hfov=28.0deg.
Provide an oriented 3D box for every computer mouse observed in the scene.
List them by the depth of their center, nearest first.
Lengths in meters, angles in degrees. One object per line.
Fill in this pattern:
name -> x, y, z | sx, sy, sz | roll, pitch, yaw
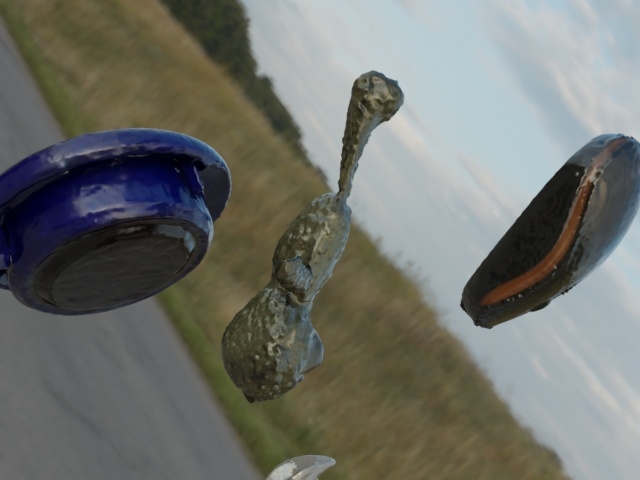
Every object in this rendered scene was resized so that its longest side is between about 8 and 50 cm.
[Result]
computer mouse -> 0.312, 0.001, 1.668 | 0.116, 0.323, 0.183 | 46, 25, 20

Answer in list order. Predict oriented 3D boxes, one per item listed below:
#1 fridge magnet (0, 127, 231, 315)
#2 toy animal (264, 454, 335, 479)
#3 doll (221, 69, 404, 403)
fridge magnet -> -0.210, -0.014, 1.236 | 0.265, 0.265, 0.113 | 54, 13, -66
toy animal -> -0.057, 0.276, 1.133 | 0.131, 0.127, 0.182 | 114, -18, -45
doll -> -0.005, 0.002, 1.135 | 0.091, 0.286, 0.202 | 24, -27, -12
